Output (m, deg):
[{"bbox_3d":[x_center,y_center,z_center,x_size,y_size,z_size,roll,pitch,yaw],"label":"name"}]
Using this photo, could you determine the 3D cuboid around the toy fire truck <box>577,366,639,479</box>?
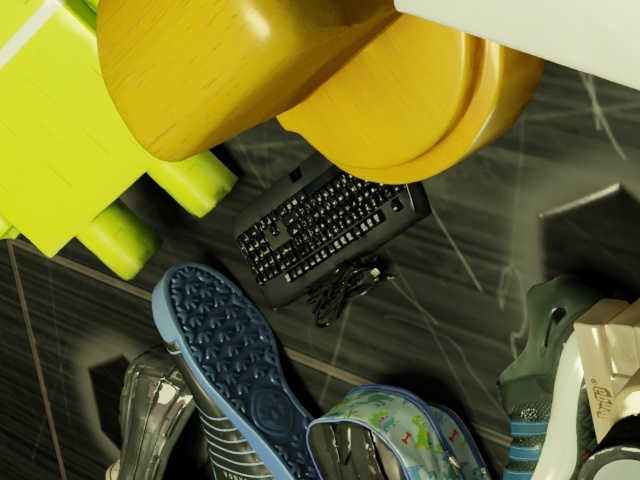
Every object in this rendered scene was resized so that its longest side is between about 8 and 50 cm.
[{"bbox_3d":[0.243,0.138,0.575,0.246,0.158,0.217,-13,104,39],"label":"toy fire truck"}]

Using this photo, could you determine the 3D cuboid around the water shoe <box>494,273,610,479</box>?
[{"bbox_3d":[0.141,0.109,0.883,0.080,0.073,0.203,55,144,44],"label":"water shoe"}]

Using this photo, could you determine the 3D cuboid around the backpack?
[{"bbox_3d":[0.050,0.149,0.982,0.105,0.084,0.114,-8,112,50],"label":"backpack"}]

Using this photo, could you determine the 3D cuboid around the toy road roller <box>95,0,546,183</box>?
[{"bbox_3d":[-0.014,-0.181,0.713,0.329,0.241,0.202,58,142,3],"label":"toy road roller"}]

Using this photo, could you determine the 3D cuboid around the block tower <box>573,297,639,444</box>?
[{"bbox_3d":[0.281,0.074,0.670,0.335,0.097,0.091,6,118,44],"label":"block tower"}]

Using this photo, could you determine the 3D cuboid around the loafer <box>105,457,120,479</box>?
[{"bbox_3d":[-0.140,0.239,1.290,0.125,0.045,0.039,56,136,10],"label":"loafer"}]

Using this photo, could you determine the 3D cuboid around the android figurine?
[{"bbox_3d":[-0.192,-0.099,1.034,0.273,0.056,0.248,43,122,-10],"label":"android figurine"}]

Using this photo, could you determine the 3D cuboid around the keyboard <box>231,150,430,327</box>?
[{"bbox_3d":[0.000,0.000,0.982,0.100,0.038,0.192,58,143,3],"label":"keyboard"}]

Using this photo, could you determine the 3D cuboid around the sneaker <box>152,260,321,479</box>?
[{"bbox_3d":[-0.060,0.128,1.095,0.090,0.081,0.232,-37,86,45],"label":"sneaker"}]

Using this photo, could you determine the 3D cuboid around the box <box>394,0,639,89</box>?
[{"bbox_3d":[0.220,-0.140,0.497,0.345,0.215,0.168,26,131,37],"label":"box"}]

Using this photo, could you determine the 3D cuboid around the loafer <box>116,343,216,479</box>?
[{"bbox_3d":[-0.119,0.189,1.198,0.078,0.076,0.223,24,121,30],"label":"loafer"}]
